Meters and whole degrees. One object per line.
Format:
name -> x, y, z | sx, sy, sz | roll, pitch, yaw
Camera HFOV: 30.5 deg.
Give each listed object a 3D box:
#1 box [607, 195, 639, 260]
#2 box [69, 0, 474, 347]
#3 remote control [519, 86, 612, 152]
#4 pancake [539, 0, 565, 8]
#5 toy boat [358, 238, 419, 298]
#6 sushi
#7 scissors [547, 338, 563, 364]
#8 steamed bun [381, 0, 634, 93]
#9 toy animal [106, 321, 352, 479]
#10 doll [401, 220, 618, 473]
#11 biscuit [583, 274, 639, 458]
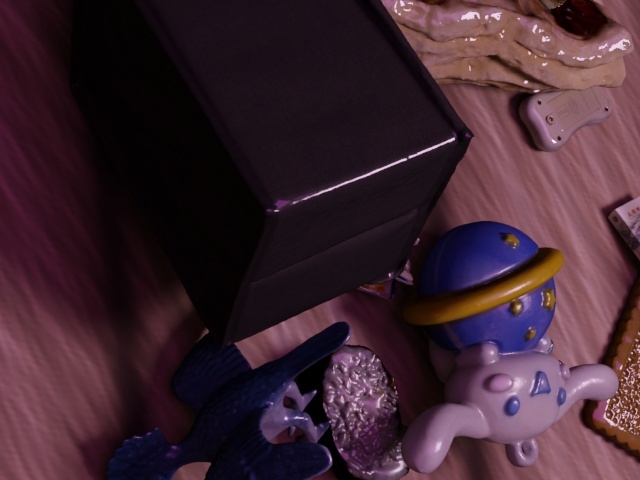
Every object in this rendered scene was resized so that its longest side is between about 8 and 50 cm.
box -> 0.393, -0.010, 1.417 | 0.054, 0.024, 0.083 | -26, 72, -25
box -> -0.064, -0.126, 1.059 | 0.204, 0.251, 0.345 | -23, 69, -25
remote control -> 0.294, -0.157, 1.406 | 0.122, 0.032, 0.074 | -29, 92, -26
pancake -> 0.253, -0.311, 1.241 | 0.116, 0.022, 0.129 | 41, 74, -24
toy boat -> 0.000, 0.000, 1.219 | 0.210, 0.084, 0.066 | 14, 41, -8
sushi -> 0.033, 0.178, 1.197 | 0.090, 0.078, 0.150 | -22, 91, -21
scissors -> 0.227, 0.150, 1.327 | 0.119, 0.014, 0.058 | -22, 86, -30
steamed bun -> 0.166, -0.307, 1.292 | 0.428, 0.189, 0.247 | 6, 63, -20
toy animal -> -0.075, 0.165, 1.098 | 0.176, 0.239, 0.255 | 15, 118, -36
doll -> 0.155, 0.115, 1.223 | 0.311, 0.159, 0.242 | -30, 113, -41
biscuit -> 0.426, 0.147, 1.413 | 0.172, 0.029, 0.254 | 33, 68, -15
